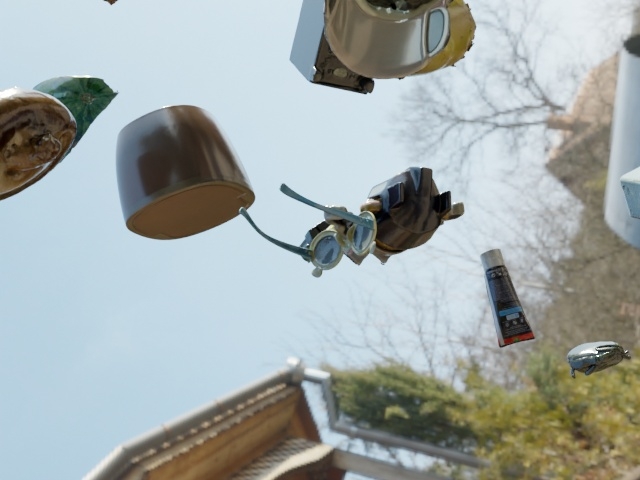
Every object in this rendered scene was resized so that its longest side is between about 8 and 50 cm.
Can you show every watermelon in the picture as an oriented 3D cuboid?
[{"bbox_3d":[-0.503,-0.221,1.695,0.128,0.231,0.146,25,-124,-33],"label":"watermelon"}]

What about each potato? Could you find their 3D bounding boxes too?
[{"bbox_3d":[0.161,-0.354,1.487,0.300,0.173,0.140,-37,-42,-51],"label":"potato"}]

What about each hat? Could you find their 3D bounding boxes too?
[{"bbox_3d":[0.085,-0.334,1.245,0.226,0.219,0.164,-68,17,-1],"label":"hat"}]

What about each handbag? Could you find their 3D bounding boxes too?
[{"bbox_3d":[0.493,0.209,1.561,0.072,0.111,0.047,-38,-77,-52],"label":"handbag"}]

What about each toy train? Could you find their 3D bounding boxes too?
[{"bbox_3d":[0.000,0.000,2.182,0.111,0.071,0.170,-31,-10,-27],"label":"toy train"}]

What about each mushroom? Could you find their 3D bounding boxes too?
[{"bbox_3d":[-0.497,-0.149,1.359,0.231,0.194,0.138,-35,-85,-49],"label":"mushroom"}]

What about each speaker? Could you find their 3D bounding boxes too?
[{"bbox_3d":[0.052,-0.537,2.315,0.254,0.184,0.232,-122,43,-58],"label":"speaker"}]

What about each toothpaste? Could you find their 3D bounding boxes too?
[{"bbox_3d":[0.360,0.113,1.736,0.045,0.071,0.193,50,-157,-69],"label":"toothpaste"}]

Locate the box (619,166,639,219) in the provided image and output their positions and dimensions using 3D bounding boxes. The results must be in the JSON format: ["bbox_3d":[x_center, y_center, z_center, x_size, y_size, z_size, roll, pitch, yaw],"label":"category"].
[{"bbox_3d":[0.695,-0.095,1.798,0.172,0.092,0.124,-141,30,-76],"label":"box"}]

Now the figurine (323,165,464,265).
[{"bbox_3d":[0.147,-0.044,1.735,0.143,0.308,0.308,66,-156,5],"label":"figurine"}]

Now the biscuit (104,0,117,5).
[{"bbox_3d":[-0.417,-0.538,1.593,0.206,0.126,0.025,49,-152,-20],"label":"biscuit"}]

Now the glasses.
[{"bbox_3d":[-0.018,-0.042,1.617,0.220,0.189,0.088,37,-129,-25],"label":"glasses"}]

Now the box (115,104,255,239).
[{"bbox_3d":[-0.311,-0.153,1.956,0.301,0.301,0.216,29,-140,-66],"label":"box"}]
